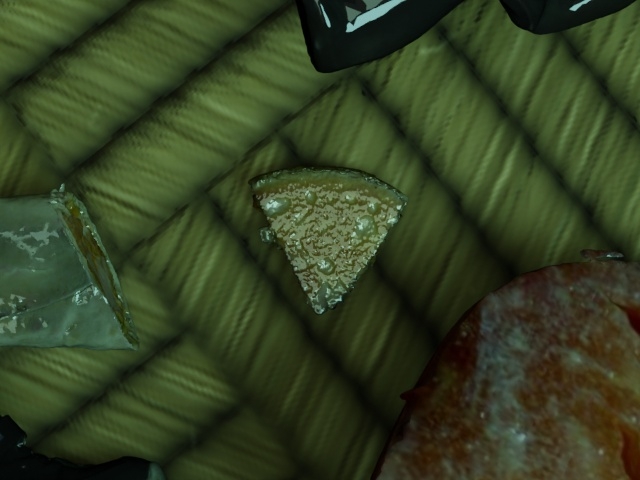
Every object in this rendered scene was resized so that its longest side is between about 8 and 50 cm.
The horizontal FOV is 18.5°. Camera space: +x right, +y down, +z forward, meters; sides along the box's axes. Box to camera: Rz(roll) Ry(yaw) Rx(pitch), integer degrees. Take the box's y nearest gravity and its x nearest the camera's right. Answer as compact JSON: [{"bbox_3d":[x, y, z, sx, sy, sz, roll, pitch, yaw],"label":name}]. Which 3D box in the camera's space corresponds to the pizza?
[{"bbox_3d":[0.000,0.000,1.015,0.083,0.025,0.078,9,86,2],"label":"pizza"}]

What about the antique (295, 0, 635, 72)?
[{"bbox_3d":[0.081,-0.258,0.935,0.255,0.185,0.322,-14,98,1],"label":"antique"}]

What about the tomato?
[{"bbox_3d":[0.157,0.184,0.935,0.338,0.143,0.338,7,59,-12],"label":"tomato"}]

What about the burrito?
[{"bbox_3d":[-0.206,0.017,0.997,0.226,0.060,0.087,-2,96,-1],"label":"burrito"}]

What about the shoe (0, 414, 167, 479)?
[{"bbox_3d":[-0.166,0.119,0.998,0.169,0.071,0.099,-15,84,1],"label":"shoe"}]
